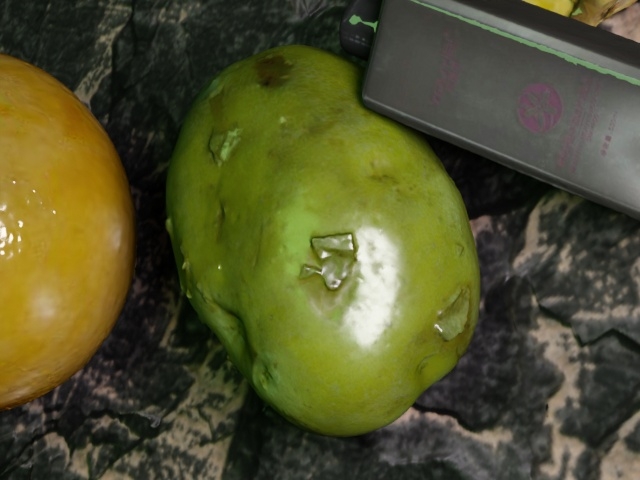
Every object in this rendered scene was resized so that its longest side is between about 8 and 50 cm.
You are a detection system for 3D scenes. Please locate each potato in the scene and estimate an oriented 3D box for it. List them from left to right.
[{"bbox_3d":[0.000,0.000,1.104,0.186,0.148,0.253,-39,56,45],"label":"potato"}]

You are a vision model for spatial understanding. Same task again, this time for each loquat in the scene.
[{"bbox_3d":[-0.254,-0.007,1.288,0.263,0.263,0.263,-20,59,36],"label":"loquat"}]

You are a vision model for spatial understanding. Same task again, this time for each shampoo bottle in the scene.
[{"bbox_3d":[0.117,-0.086,1.020,0.246,0.079,0.080,25,110,31],"label":"shampoo bottle"}]

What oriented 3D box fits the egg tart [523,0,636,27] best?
[{"bbox_3d":[0.108,-0.240,1.129,0.297,0.132,0.297,-21,60,42],"label":"egg tart"}]
